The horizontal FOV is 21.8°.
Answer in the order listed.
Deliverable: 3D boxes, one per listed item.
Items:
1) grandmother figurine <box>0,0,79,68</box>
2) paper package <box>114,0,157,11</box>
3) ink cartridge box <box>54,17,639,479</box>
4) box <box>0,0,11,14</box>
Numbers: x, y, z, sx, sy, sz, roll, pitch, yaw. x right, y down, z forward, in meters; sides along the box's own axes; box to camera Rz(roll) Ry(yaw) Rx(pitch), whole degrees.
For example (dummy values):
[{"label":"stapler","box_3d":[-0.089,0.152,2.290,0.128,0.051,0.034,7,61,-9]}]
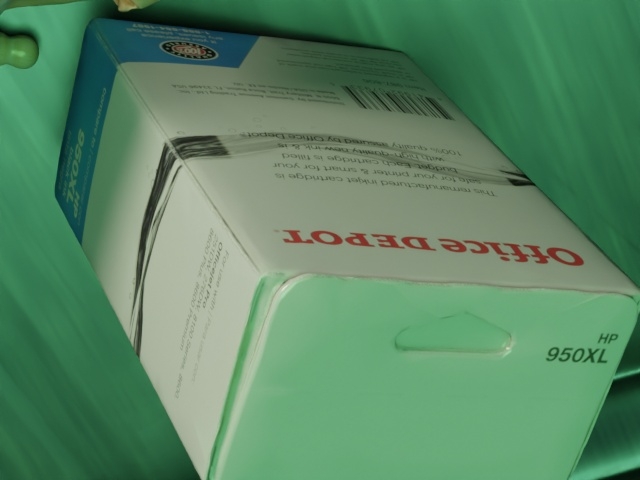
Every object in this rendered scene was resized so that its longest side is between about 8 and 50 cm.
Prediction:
[{"label":"grandmother figurine","box_3d":[-0.261,-0.206,1.260,0.342,0.104,0.208,-10,133,-1]},{"label":"paper package","box_3d":[-0.043,-0.353,1.042,0.324,0.168,0.309,-29,150,-11]},{"label":"ink cartridge box","box_3d":[0.000,0.000,1.204,0.285,0.395,0.166,3,118,-26]},{"label":"box","box_3d":[-0.400,-0.226,1.087,0.345,0.215,0.168,44,103,2]}]
